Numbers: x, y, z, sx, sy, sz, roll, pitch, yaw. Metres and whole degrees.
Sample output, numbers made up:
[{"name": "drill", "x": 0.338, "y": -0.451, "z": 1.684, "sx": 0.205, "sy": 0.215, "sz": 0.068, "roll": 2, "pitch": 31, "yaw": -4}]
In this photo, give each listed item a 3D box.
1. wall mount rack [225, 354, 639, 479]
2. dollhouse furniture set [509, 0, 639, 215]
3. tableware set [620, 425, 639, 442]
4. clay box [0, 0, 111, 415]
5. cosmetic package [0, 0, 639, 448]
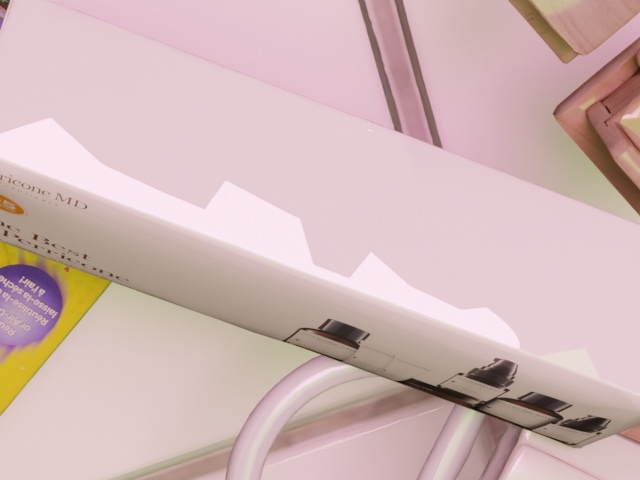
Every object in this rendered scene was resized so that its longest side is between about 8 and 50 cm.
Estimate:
[{"name": "wall mount rack", "x": 0.095, "y": 0.179, "z": 0.783, "sx": 0.350, "sy": 0.130, "sz": 0.304, "roll": 27, "pitch": 94, "yaw": -12}, {"name": "dollhouse furniture set", "x": 0.110, "y": -0.233, "z": 0.636, "sx": 0.303, "sy": 0.174, "sz": 0.355, "roll": -40, "pitch": 107, "yaw": 11}, {"name": "tableware set", "x": 0.147, "y": 0.154, "z": 0.858, "sx": 0.141, "sy": 0.020, "sz": 0.168, "roll": 32, "pitch": 101, "yaw": -19}, {"name": "clay box", "x": -0.162, "y": 0.015, "z": 0.729, "sx": 0.127, "sy": 0.053, "sz": 0.222, "roll": 36, "pitch": 99, "yaw": -20}, {"name": "cosmetic package", "x": 0.000, "y": 0.000, "z": 0.646, "sx": 0.239, "sy": 0.099, "sz": 0.060, "roll": 20, "pitch": 72, "yaw": -6}]
